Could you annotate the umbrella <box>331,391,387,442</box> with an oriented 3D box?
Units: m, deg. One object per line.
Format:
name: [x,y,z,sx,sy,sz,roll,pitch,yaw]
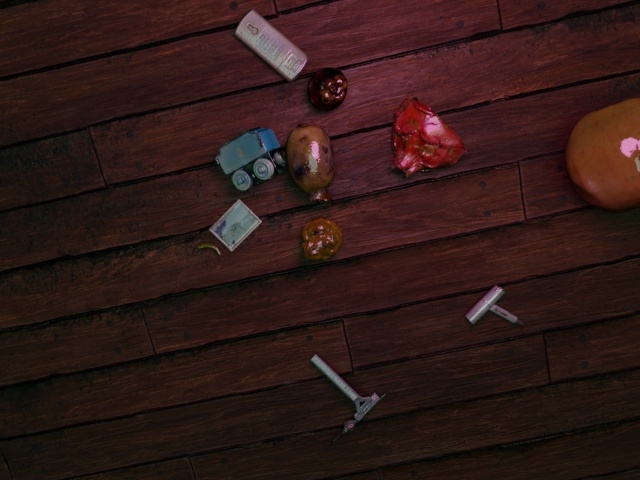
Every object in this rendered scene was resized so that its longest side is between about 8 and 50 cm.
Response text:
umbrella: [0.137,0.629,1.627,0.269,0.044,0.044,-42,72,-2]

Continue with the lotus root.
lotus root: [-0.027,-0.222,1.404,0.154,0.154,0.278,-11,101,2]

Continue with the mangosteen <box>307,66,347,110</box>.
mangosteen: [0.026,-0.453,1.366,0.140,0.140,0.140,0,101,0]

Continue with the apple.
apple: [0.898,-0.254,1.318,0.339,0.338,0.305,-25,80,5]

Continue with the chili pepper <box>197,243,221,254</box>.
chili pepper: [-0.369,0.027,1.519,0.083,0.017,0.030,11,101,1]

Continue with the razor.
razor: [0.072,0.498,1.580,0.278,0.056,0.111,44,87,-6]

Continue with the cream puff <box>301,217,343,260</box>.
cream puff: [0.000,0.000,1.464,0.146,0.116,0.146,1,101,4]

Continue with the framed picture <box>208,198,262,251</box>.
framed picture: [-0.282,-0.049,1.507,0.149,0.011,0.109,-44,98,8]

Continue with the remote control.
remote control: [-0.148,-0.593,1.391,0.233,0.038,0.098,39,98,-6]

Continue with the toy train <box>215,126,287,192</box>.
toy train: [-0.209,-0.250,1.395,0.203,0.112,0.163,-22,100,29]

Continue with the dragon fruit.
dragon fruit: [0.308,-0.285,1.400,0.262,0.134,0.211,38,102,-6]

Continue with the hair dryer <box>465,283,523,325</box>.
hair dryer: [0.609,0.260,1.549,0.183,0.044,0.155,41,100,-10]
